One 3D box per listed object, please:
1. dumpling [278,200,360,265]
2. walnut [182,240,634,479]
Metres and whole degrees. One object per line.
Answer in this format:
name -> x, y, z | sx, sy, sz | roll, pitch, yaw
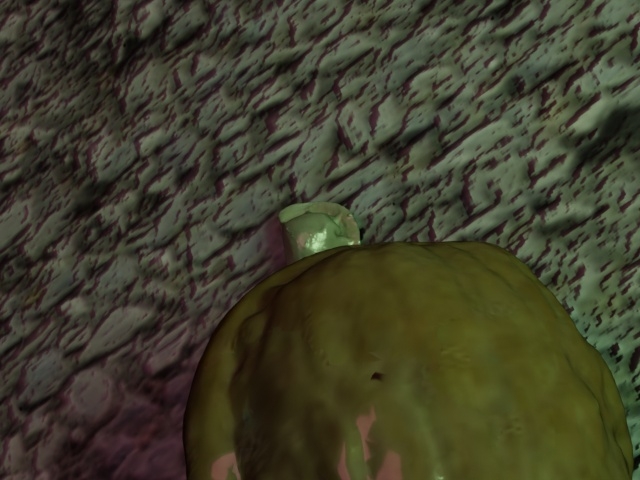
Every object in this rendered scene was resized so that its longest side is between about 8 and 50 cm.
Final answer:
dumpling -> 0.000, 0.002, 1.478 | 0.076, 0.057, 0.052 | -138, 42, -63
walnut -> 0.055, 0.155, 1.209 | 0.306, 0.306, 0.344 | -25, 65, 27
